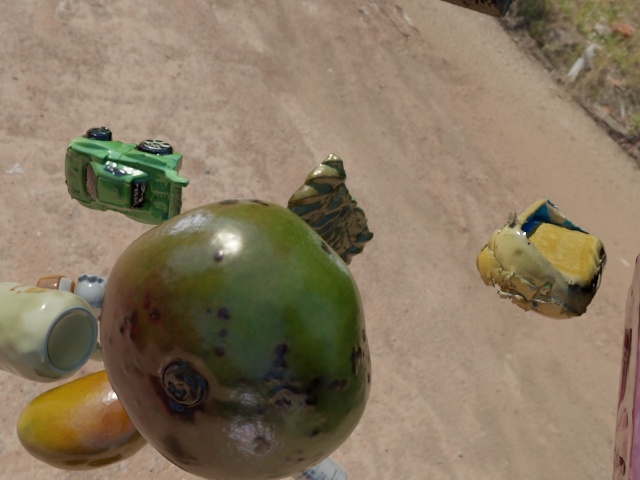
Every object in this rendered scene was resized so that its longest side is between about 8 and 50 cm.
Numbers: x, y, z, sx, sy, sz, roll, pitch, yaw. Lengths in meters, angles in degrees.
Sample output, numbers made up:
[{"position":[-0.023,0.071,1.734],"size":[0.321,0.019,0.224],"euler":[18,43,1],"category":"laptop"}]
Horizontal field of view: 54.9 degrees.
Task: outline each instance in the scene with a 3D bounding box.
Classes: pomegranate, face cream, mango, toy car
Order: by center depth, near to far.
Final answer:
[{"position":[-0.056,0.096,0.659],"size":[0.323,0.291,0.290],"euler":[-6,56,-49],"category":"pomegranate"},{"position":[-0.398,0.316,1.073],"size":[0.255,0.139,0.175],"euler":[-16,28,-6],"category":"mango"},{"position":[-0.066,0.404,1.212],"size":[0.269,0.082,0.082],"euler":[44,40,-11],"category":"face cream"},{"position":[-0.494,-0.150,1.591],"size":[0.359,0.213,0.176],"euler":[13,27,2],"category":"toy car"}]

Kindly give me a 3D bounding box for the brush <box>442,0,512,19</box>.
[{"position":[0.083,-0.271,0.605],"size":[0.248,0.043,0.036],"euler":[36,9,37],"category":"brush"}]

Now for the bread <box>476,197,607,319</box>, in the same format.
[{"position":[0.147,0.014,0.403],"size":[0.072,0.053,0.106],"euler":[43,34,15],"category":"bread"}]

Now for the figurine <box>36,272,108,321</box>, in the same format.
[{"position":[-0.616,0.151,1.541],"size":[0.271,0.143,0.143],"euler":[1,44,8],"category":"figurine"}]

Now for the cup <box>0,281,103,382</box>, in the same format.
[{"position":[-0.537,0.202,1.198],"size":[0.202,0.255,0.173],"euler":[7,47,24],"category":"cup"}]

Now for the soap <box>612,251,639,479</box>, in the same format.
[{"position":[0.233,0.197,0.352],"size":[0.233,0.128,0.359],"euler":[41,58,-59],"category":"soap"}]

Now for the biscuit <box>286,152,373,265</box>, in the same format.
[{"position":[0.000,0.000,0.950],"size":[0.036,0.273,0.187],"euler":[38,83,26],"category":"biscuit"}]
